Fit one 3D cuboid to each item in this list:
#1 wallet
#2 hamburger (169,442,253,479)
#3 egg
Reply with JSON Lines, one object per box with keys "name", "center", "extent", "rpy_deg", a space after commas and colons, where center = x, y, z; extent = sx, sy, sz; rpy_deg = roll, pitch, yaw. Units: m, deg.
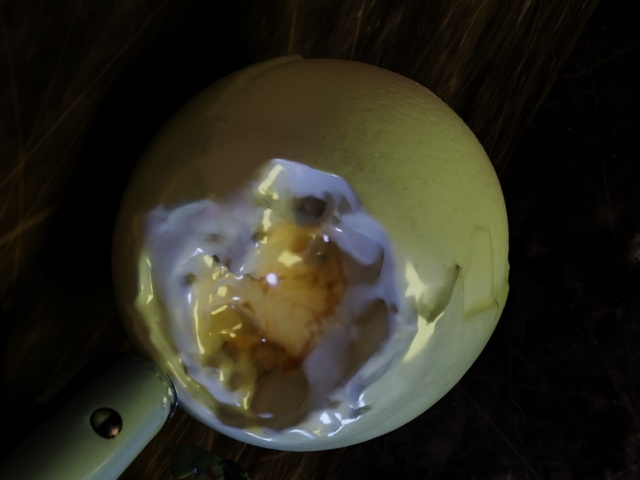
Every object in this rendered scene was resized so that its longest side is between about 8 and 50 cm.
{"name": "wallet", "center": [-0.165, 0.142, 0.510], "extent": [0.231, 0.069, 0.170], "rpy_deg": [-46, 180, -44]}
{"name": "hamburger", "center": [-0.107, 0.234, 0.618], "extent": [0.276, 0.150, 0.260], "rpy_deg": [-42, -175, 12]}
{"name": "egg", "center": [0.000, 0.000, 0.621], "extent": [0.217, 0.183, 0.183], "rpy_deg": [-63, 178, -70]}
